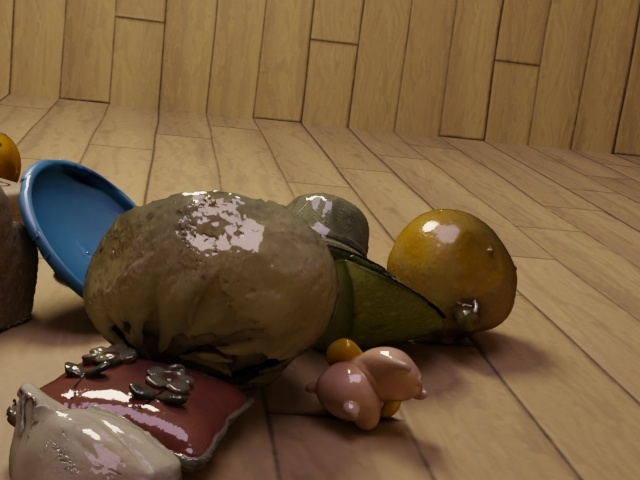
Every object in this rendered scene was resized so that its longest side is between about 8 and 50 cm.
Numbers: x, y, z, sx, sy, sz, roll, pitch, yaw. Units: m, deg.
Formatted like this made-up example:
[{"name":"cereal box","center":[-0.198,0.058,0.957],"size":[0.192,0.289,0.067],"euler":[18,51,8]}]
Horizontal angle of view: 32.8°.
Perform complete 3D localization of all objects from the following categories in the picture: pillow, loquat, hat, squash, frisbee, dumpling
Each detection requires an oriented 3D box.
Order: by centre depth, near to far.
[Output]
[{"name":"dumpling","center":[-0.153,0.177,0.771],"size":[0.136,0.118,0.199],"euler":[13,33,-46]},{"name":"pillow","center":[-0.162,0.144,0.964],"size":[0.179,0.075,0.171],"euler":[11,12,9]},{"name":"squash","center":[0.048,0.101,1.266],"size":[0.184,0.085,0.192],"euler":[28,-21,-22]},{"name":"hat","center":[0.000,0.000,1.319],"size":[0.252,0.110,0.252],"euler":[13,-21,5]},{"name":"frisbee","center":[-0.274,0.005,1.319],"size":[0.242,0.045,0.242],"euler":[44,22,-22]},{"name":"loquat","center":[0.165,0.050,1.355],"size":[0.172,0.149,0.204],"euler":[44,20,-29]}]

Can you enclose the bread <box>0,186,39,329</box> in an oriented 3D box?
[{"name":"bread","center":[-0.409,0.022,1.142],"size":[0.102,0.183,0.337],"euler":[7,11,15]}]

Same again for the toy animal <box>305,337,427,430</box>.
[{"name":"toy animal","center":[0.045,0.152,1.061],"size":[0.114,0.091,0.082],"euler":[2,35,41]}]

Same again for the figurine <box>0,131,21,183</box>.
[{"name":"figurine","center":[-0.617,-0.148,1.806],"size":[0.228,0.215,0.215],"euler":[-10,16,-8]}]

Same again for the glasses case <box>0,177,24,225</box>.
[{"name":"glasses case","center":[-0.565,-0.035,1.514],"size":[0.144,0.076,0.336],"euler":[14,15,30]}]

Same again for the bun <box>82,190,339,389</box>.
[{"name":"bun","center":[-0.104,0.068,1.079],"size":[0.259,0.259,0.152],"euler":[2,58,1]}]
